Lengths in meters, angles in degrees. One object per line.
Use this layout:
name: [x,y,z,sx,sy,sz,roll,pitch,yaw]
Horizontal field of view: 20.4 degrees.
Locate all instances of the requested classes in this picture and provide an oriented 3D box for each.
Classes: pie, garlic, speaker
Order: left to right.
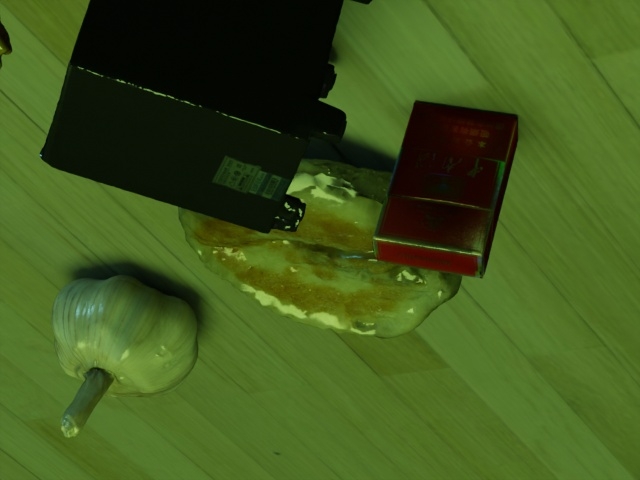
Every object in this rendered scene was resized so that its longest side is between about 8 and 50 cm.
garlic: [-0.258,0.163,2.222,0.199,0.226,0.199,13,142,11]
speaker: [-0.102,-0.166,1.657,0.254,0.232,0.184,17,148,-8]
pie: [0.000,0.000,1.998,0.339,0.077,0.339,11,150,6]

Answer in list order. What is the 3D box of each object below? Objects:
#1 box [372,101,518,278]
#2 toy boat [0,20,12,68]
box: [0.126,-0.052,1.764,0.112,0.175,0.048,9,147,12]
toy boat: [-0.430,-0.281,1.742,0.318,0.099,0.141,28,-178,7]
